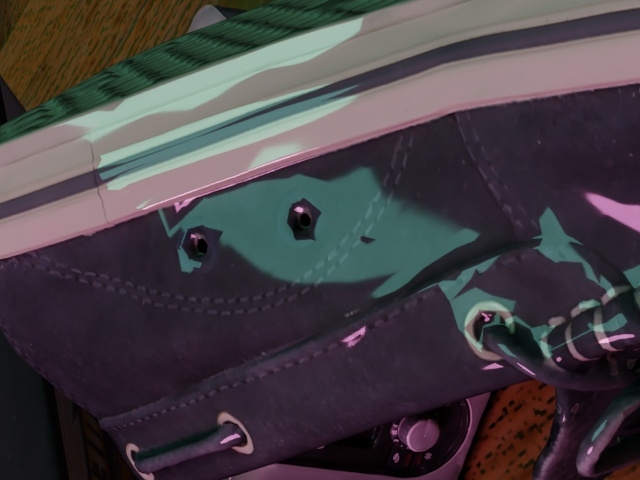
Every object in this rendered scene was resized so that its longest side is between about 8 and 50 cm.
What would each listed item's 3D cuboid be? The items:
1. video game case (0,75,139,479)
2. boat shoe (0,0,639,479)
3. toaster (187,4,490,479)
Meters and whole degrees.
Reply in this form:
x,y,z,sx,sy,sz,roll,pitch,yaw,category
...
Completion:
x,y,z,sx,sy,sz,roll,pitch,yaw,category
-0.092,0.095,0.866,0.248,0.035,0.274,62,-170,-56,video game case
0.094,-0.021,0.557,0.500,0.187,0.156,-14,104,38,boat shoe
0.000,0.000,0.811,0.185,0.110,0.168,49,125,53,toaster
